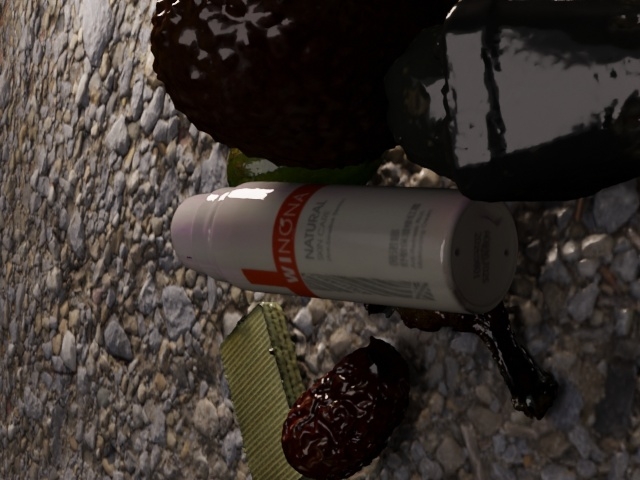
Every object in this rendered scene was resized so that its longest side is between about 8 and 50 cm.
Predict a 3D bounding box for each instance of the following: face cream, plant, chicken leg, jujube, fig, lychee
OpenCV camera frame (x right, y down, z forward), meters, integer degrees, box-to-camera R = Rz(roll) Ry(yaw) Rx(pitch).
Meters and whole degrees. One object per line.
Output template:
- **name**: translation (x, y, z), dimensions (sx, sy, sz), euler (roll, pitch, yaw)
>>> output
- **face cream**: translation (0.000, 0.000, 1.050), dimensions (0.345, 0.102, 0.102), euler (3, 94, 43)
- **plant**: translation (0.160, -0.098, 0.872), dimensions (0.256, 0.164, 0.142), euler (1, 93, 46)
- **chicken leg**: translation (0.115, 0.060, 1.049), dimensions (0.253, 0.051, 0.106), euler (39, 129, 49)
- **jujube**: translation (0.025, 0.166, 1.151), dimensions (0.166, 0.104, 0.104), euler (-51, 51, 44)
- **fig**: translation (-0.007, -0.065, 1.176), dimensions (0.156, 0.123, 0.123), euler (5, 96, 48)
- **lychee**: translation (-0.012, -0.183, 1.038), dimensions (0.260, 0.260, 0.261), euler (5, 96, 58)

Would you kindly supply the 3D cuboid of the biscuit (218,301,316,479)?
- **biscuit**: translation (-0.053, 0.177, 1.329), dimensions (0.121, 0.040, 0.199), euler (-50, 50, 50)
